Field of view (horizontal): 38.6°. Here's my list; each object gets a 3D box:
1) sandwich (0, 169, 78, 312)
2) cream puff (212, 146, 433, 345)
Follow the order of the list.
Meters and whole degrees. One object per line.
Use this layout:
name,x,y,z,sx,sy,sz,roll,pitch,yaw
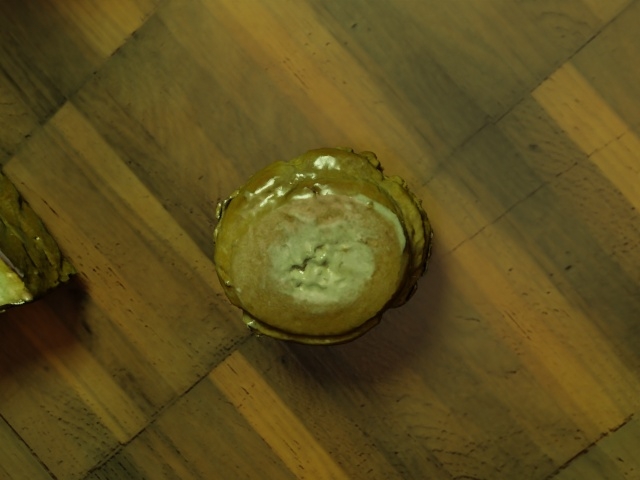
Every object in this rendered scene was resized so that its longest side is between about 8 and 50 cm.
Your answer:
sandwich,-0.401,-0.002,0.777,0.301,0.099,0.271,-31,87,17
cream puff,0.000,0.000,0.691,0.165,0.115,0.150,12,108,-1
